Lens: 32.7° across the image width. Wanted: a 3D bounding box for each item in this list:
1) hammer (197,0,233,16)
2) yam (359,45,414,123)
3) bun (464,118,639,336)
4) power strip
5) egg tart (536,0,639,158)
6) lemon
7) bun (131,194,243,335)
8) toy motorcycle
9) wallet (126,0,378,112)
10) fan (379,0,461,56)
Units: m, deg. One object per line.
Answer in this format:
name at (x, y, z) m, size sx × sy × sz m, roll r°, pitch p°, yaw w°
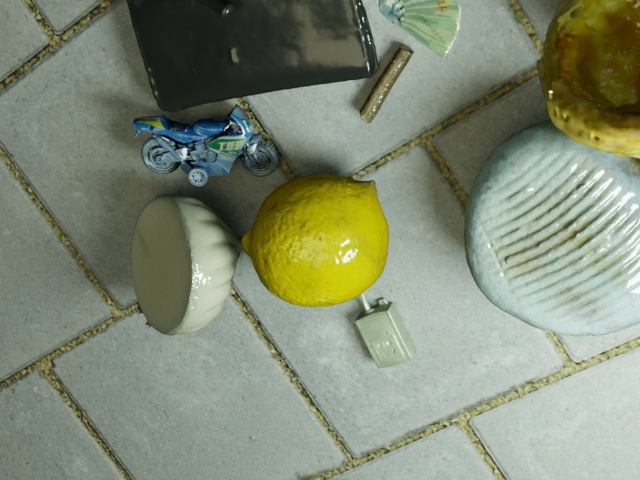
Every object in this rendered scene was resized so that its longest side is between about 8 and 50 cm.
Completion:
hammer at (-0.247, -0.429, 1.814) m, size 0.246 × 0.029 × 0.103 m, roll 35°, pitch 98°, yaw 20°
yam at (0.108, -0.261, 1.820) m, size 0.032 × 0.032 × 0.145 m, roll 34°, pitch 117°, yaw 2°
bun at (0.400, -0.027, 1.722) m, size 0.362 × 0.211 × 0.361 m, roll 8°, pitch 118°, yaw 16°
power strip at (0.110, 0.157, 1.999) m, size 0.075 × 0.042 × 0.175 m, roll -21°, pitch 105°, yaw 27°
egg tart at (0.498, -0.258, 1.550) m, size 0.388 × 0.387 × 0.169 m, roll -14°, pitch 142°, yaw 24°
lemon at (-0.007, 0.002, 1.868) m, size 0.254 × 0.228 × 0.228 m, roll -15°, pitch 107°, yaw 30°
bun at (-0.223, 0.041, 2.001) m, size 0.263 × 0.175 × 0.263 m, roll 10°, pitch 102°, yaw 55°
toy motorcycle at (-0.203, -0.176, 1.927) m, size 0.255 × 0.092 × 0.135 m, roll 1°, pitch 118°, yaw 5°
wallet at (-0.118, -0.354, 1.842) m, size 0.406 × 0.062 × 0.228 m, roll -7°, pitch 110°, yaw 20°
fan at (0.147, -0.405, 1.758) m, size 0.131 × 0.009 × 0.240 m, roll -34°, pitch 98°, yaw 26°
